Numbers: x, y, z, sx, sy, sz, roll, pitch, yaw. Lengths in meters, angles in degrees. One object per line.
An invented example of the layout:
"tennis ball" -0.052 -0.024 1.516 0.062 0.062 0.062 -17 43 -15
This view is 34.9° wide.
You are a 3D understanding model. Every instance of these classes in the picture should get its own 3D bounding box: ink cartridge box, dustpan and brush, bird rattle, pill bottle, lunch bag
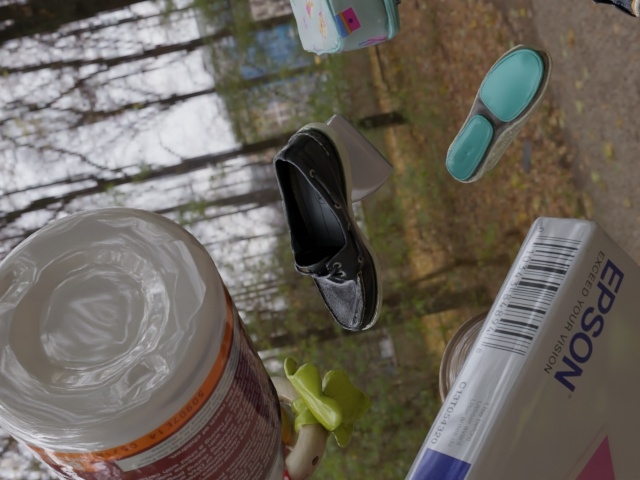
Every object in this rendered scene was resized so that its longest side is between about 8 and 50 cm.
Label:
"ink cartridge box" 0.205 0.204 0.753 0.330 0.324 0.071 38 162 -29
"dustpan and brush" 0.018 -0.101 1.716 0.147 0.060 0.211 45 -133 -7
"bird rattle" -0.049 0.276 1.340 0.143 0.207 0.253 28 -97 -48
"pill bottle" -0.161 0.160 0.995 0.392 0.224 0.224 74 -176 -57
"lunch bag" 0.016 -0.365 1.353 0.279 0.108 0.224 -138 33 -75

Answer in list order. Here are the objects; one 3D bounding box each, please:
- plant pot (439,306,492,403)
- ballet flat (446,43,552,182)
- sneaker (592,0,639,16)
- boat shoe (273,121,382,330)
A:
"plant pot" 0.299 0.205 1.532 0.110 0.237 0.237 77 -179 -74
"ballet flat" 0.169 -0.121 0.938 0.057 0.052 0.168 52 138 18
"sneaker" 0.480 -0.404 1.569 0.127 0.126 0.321 66 171 -8
"boat shoe" 0.003 0.000 1.535 0.113 0.127 0.340 -35 -56 -46
